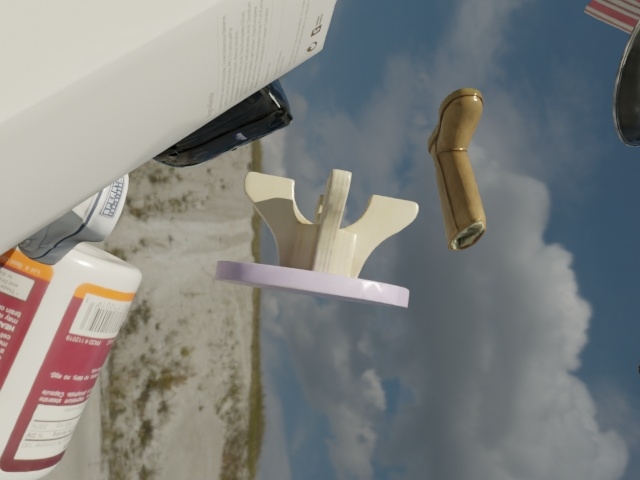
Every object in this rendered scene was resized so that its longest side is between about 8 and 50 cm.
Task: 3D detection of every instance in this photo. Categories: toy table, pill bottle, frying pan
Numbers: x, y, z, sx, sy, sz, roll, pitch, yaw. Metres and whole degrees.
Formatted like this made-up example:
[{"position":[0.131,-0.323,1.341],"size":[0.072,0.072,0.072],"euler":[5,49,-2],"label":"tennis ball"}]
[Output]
[{"position":[0.000,0.000,0.901],"size":[0.252,0.275,0.160],"euler":[164,-64,-74],"label":"toy table"},{"position":[-0.420,0.179,0.840],"size":[0.391,0.224,0.224],"euler":[-67,-159,-5],"label":"pill bottle"},{"position":[0.469,-0.175,0.843],"size":[0.053,0.197,0.326],"euler":[28,-19,46],"label":"frying pan"}]

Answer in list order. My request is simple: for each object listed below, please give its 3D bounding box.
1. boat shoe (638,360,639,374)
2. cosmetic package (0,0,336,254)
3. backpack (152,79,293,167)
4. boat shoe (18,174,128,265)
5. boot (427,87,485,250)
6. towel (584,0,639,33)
[{"position":[0.701,0.264,1.309],"size":[0.064,0.060,0.177],"euler":[110,-22,-68],"label":"boat shoe"},{"position":[-0.178,-0.160,0.454],"size":[0.197,0.366,0.155],"euler":[47,-22,9],"label":"cosmetic package"},{"position":[-0.205,-0.240,1.065],"size":[0.191,0.254,0.225],"euler":[67,12,23],"label":"backpack"},{"position":[-0.270,-0.037,0.610],"size":[0.258,0.084,0.095],"euler":[-17,-121,50],"label":"boat shoe"},{"position":[0.307,-0.148,1.328],"size":[0.236,0.089,0.269],"euler":[99,-13,-62],"label":"boot"},{"position":[0.698,-0.543,1.362],"size":[0.197,0.029,0.144],"euler":[-48,-127,8],"label":"towel"}]
